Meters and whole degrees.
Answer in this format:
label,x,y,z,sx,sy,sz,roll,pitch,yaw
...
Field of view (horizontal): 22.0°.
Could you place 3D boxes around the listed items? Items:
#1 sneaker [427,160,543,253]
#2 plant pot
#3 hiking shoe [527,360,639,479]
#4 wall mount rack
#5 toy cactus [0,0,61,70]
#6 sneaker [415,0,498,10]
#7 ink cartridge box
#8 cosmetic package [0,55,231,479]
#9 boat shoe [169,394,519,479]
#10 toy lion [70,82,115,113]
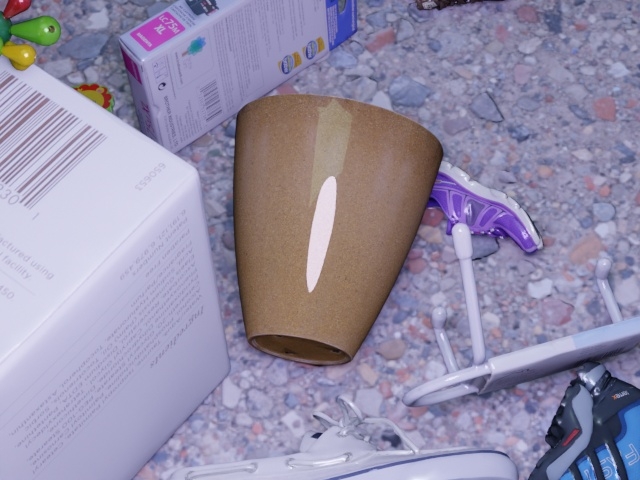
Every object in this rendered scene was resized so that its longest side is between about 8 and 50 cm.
label,x,y,z,sx,sy,sz,roll,pitch,yaw
sneaker,0.185,-0.025,1.912,0.170,0.068,0.071,31,79,30
plant pot,0.000,0.000,1.817,0.237,0.237,0.254,8,71,8
hiking shoe,0.273,0.268,1.680,0.132,0.113,0.304,23,65,10
wall mount rack,0.239,0.058,1.700,0.350,0.304,0.130,-16,74,-7
toy cactus,-0.365,-0.189,1.560,0.219,0.112,0.180,-30,50,-7
sneaker,0.155,-0.320,2.102,0.188,0.066,0.071,15,76,18
ink cartridge box,-0.091,-0.248,1.986,0.311,0.185,0.065,-33,59,-17
cosmetic package,-0.325,0.066,1.674,0.329,0.393,0.327,32,63,22
boat shoe,0.016,0.238,1.713,0.367,0.136,0.156,-14,54,6
toy lion,-0.299,-0.152,2.031,0.100,0.034,0.096,-24,52,-12
